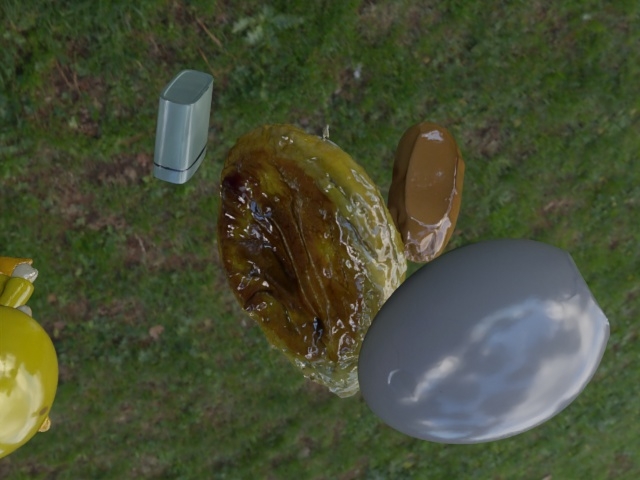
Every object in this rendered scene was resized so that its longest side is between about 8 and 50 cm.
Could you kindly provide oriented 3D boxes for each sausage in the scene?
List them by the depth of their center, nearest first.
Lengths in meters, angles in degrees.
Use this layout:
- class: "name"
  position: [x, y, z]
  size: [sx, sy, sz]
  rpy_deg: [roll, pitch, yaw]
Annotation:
- class: "sausage"
  position: [0.174, -0.082, 1.372]
  size: [0.120, 0.241, 0.136]
  rpy_deg: [10, 162, 1]

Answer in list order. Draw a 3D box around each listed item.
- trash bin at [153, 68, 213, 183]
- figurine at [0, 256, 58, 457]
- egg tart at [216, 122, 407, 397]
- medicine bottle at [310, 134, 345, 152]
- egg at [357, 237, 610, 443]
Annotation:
- class: "trash bin"
  position: [-0.198, -0.166, 1.209]
  size: [0.059, 0.116, 0.129]
  rpy_deg: [15, 125, 3]
- class: "figurine"
  position: [-0.448, 0.148, 1.097]
  size: [0.187, 0.343, 0.215]
  rpy_deg: [21, 104, -27]
- class: "egg tart"
  position: [0.000, 0.000, 1.094]
  size: [0.153, 0.352, 0.339]
  rpy_deg: [-23, 131, -40]
- class: "medicine bottle"
  position: [-0.013, -0.109, 1.523]
  size: [0.157, 0.157, 0.288]
  rpy_deg: [-35, -179, 5]
- class: "egg"
  position: [0.142, 0.096, 0.764]
  size: [0.232, 0.176, 0.176]
  rpy_deg: [-32, 142, 20]
